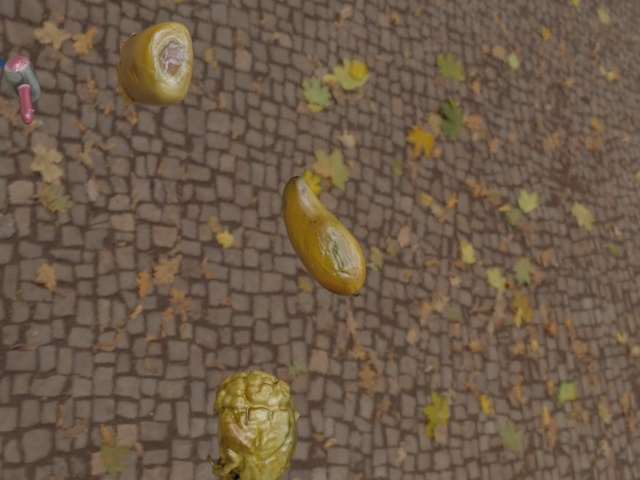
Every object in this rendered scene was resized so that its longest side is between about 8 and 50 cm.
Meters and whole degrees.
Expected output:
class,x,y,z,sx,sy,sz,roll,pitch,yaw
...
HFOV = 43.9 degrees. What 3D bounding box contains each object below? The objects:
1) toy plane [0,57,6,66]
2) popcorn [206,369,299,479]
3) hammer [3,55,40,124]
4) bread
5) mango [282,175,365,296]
class,x,y,z,sx,sy,sz,roll,pitch,yaw
toy plane,-0.718,-0.310,1.483,0.105,0.254,0.271,40,62,14
popcorn,-0.138,0.380,1.632,0.189,0.250,0.250,11,63,4
hammer,-0.308,-0.150,0.825,0.031,0.053,0.083,-15,52,-9
bread,-0.273,-0.286,1.297,0.085,0.173,0.134,4,90,-30
mango,0.000,0.000,1.116,0.075,0.098,0.190,-23,70,-36
